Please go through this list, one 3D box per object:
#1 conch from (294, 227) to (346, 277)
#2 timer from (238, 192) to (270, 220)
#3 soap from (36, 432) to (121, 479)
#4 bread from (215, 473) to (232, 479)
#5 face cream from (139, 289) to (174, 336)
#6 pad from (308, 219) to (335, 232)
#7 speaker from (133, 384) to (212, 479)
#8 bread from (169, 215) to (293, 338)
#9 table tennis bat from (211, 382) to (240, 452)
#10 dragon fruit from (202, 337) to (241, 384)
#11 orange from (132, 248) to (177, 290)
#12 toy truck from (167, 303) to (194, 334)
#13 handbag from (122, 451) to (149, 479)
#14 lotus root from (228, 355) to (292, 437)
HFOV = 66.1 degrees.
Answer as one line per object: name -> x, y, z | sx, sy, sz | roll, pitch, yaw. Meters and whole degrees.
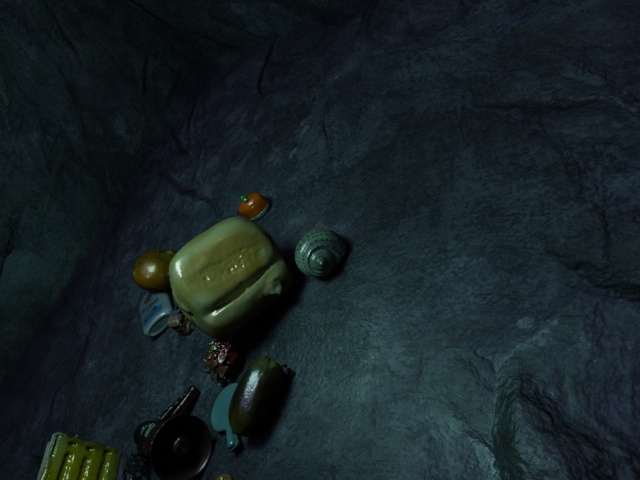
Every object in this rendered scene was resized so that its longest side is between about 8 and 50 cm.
conch -> -0.016, 0.029, 1.651 | 0.172, 0.131, 0.200 | -50, 40, 5
timer -> -0.297, -0.153, 2.123 | 0.136, 0.136, 0.099 | -40, 42, 12
soap -> -0.847, 0.837, 1.689 | 0.143, 0.259, 0.281 | -37, 35, 25
bread -> -0.281, 0.721, 1.396 | 0.110, 0.024, 0.110 | -28, 41, 28
face cream -> -0.751, 0.289, 2.228 | 0.163, 0.080, 0.337 | -44, 37, 1
pad -> 0.000, 0.000, 1.772 | 0.113, 0.006, 0.188 | -49, 36, 1
speaker -> -0.495, 0.604, 1.604 | 0.329, 0.198, 0.259 | -6, 67, 54
bread -> -0.324, 0.127, 1.704 | 0.376, 0.348, 0.253 | -39, -4, -20
table tennis bat -> -0.286, 0.555, 1.543 | 0.153, 0.040, 0.244 | -44, 32, 8
dragon fruit -> -0.333, 0.401, 1.665 | 0.130, 0.121, 0.142 | -84, 14, -69
orange -> -0.731, 0.127, 2.228 | 0.240, 0.171, 0.240 | -1, 19, 0
toy truck -> -0.554, 0.283, 2.019 | 0.083, 0.092, 0.192 | -14, 49, 37
handbag -> -0.641, 0.808, 1.669 | 0.139, 0.072, 0.115 | -52, 36, 19
lotus root -> -0.192, 0.460, 1.459 | 0.124, 0.123, 0.241 | -7, 50, 54
